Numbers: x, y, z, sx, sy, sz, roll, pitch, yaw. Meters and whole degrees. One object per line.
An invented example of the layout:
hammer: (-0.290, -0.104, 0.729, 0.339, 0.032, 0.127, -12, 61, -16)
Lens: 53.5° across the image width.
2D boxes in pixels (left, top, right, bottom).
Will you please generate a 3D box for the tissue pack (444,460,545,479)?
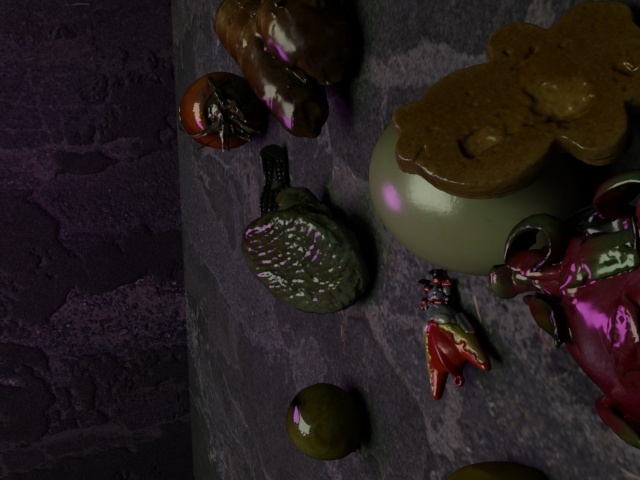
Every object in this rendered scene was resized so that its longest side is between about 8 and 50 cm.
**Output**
tissue pack: (0.208, 0.364, 0.757, 0.123, 0.127, 0.178, 159, 103, -65)

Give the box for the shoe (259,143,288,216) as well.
shoe: (-0.113, -0.129, 1.508, 0.077, 0.074, 0.194, -158, 65, -79)

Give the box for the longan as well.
longan: (0.013, 0.360, 1.239, 0.176, 0.145, 0.154, 50, -160, -25)

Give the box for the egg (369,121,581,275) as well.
egg: (0.158, -0.058, 0.678, 0.242, 0.186, 0.186, 33, 127, 49)

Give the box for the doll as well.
doll: (0.174, 0.121, 0.875, 0.109, 0.057, 0.169, -46, 36, 42)

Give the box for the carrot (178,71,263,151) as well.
carrot: (-0.254, -0.328, 1.612, 0.331, 0.214, 0.193, 20, 116, 62)

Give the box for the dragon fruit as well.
dragon fruit: (0.261, 0.040, 0.473, 0.218, 0.198, 0.273, 43, -170, -41)

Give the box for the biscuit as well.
biscuit: (0.185, -0.120, 0.568, 0.184, 0.249, 0.035, 63, -175, 37)

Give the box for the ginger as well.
ginger: (-0.069, -0.395, 1.181, 0.418, 0.176, 0.254, 60, 141, 41)

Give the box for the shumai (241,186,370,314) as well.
shumai: (0.000, 0.000, 1.208, 0.272, 0.204, 0.222, 29, 133, 21)
